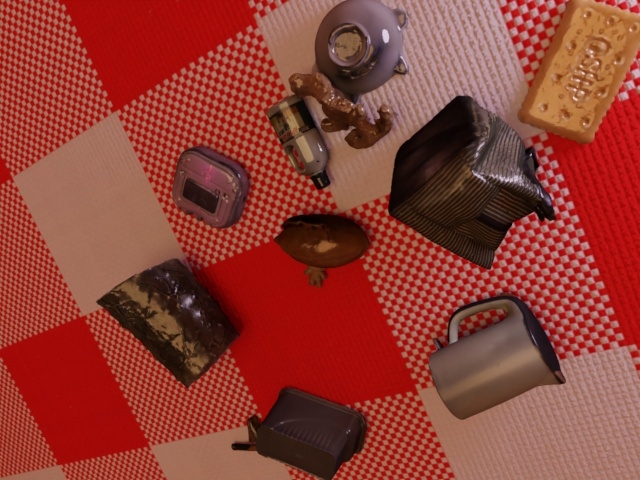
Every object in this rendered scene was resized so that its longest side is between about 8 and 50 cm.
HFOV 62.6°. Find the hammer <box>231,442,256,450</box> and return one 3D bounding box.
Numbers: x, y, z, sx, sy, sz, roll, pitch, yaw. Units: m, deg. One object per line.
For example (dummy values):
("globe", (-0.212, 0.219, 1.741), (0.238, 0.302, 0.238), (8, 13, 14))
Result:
("hammer", (-0.190, 0.630, 1.597), (0.200, 0.021, 0.078), (-14, 142, 33))

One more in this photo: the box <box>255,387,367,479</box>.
("box", (-0.027, 0.529, 1.424), (0.273, 0.178, 0.139), (14, 111, 18))

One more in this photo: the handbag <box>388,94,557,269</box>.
("handbag", (0.293, -0.115, 1.027), (0.240, 0.341, 0.247), (39, 120, -12))

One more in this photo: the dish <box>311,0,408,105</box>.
("dish", (0.079, -0.413, 1.139), (0.228, 0.086, 0.236), (40, 117, 6))

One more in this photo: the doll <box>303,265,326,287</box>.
("doll", (-0.015, 0.084, 1.351), (0.061, 0.051, 0.093), (14, 112, 11))

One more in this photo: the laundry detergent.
("laundry detergent", (-0.040, -0.227, 1.256), (0.099, 0.070, 0.226), (-24, 97, 18))

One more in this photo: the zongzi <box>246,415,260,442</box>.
("zongzi", (-0.210, 0.574, 1.597), (0.083, 0.040, 0.076), (-31, 86, 44))

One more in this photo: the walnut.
("walnut", (0.000, 0.000, 1.273), (0.245, 0.137, 0.137), (5, 108, 12))

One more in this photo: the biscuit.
("biscuit", (0.507, -0.326, 1.022), (0.160, 0.030, 0.250), (25, 114, 13))

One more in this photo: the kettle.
("kettle", (0.382, 0.254, 1.193), (0.255, 0.165, 0.241), (-35, 63, 27))

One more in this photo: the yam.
("yam", (-0.405, 0.220, 1.456), (0.348, 0.241, 0.241), (48, 117, -2))

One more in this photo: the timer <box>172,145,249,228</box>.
("timer", (-0.295, -0.138, 1.388), (0.208, 0.069, 0.191), (26, 117, 12))

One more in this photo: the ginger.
("ginger", (0.038, -0.287, 1.186), (0.258, 0.065, 0.149), (26, 143, 11))
